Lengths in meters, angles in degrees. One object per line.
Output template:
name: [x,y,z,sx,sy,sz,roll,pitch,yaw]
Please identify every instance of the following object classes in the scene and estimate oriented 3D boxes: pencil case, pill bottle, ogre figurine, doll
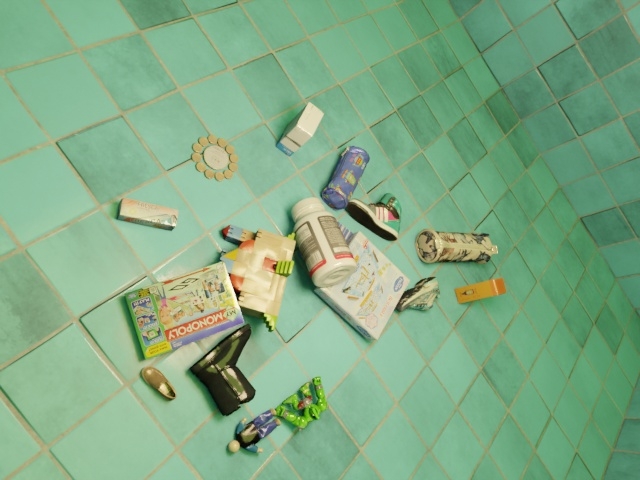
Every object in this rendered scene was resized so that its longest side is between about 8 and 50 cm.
pencil case: [0.641,0.031,2.238,0.409,0.183,0.160,3,74,-32]
pill bottle: [0.000,0.000,1.778,0.176,0.176,0.319,-5,59,-34]
ogre figurine: [-0.054,0.582,1.656,0.197,0.097,0.118,-26,79,-47]
pencil case: [0.109,-0.279,2.020,0.133,0.119,0.306,47,54,-31]
doll: [-0.220,0.640,1.556,0.188,0.046,0.129,-22,87,-37]

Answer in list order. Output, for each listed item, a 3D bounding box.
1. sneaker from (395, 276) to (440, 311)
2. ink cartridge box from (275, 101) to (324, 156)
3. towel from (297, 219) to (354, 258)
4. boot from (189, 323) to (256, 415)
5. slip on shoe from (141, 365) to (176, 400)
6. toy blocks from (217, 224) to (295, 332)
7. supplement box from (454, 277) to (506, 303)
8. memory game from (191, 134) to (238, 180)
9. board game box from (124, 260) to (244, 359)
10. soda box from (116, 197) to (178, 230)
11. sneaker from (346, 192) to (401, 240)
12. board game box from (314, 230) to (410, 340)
sneaker: [0.444,0.262,2.080,0.282,0.110,0.122,-25,93,-36]
ink cartridge box: [-0.085,-0.447,1.902,0.082,0.190,0.140,35,59,-19]
towel: [0.084,0.065,1.954,0.336,0.040,0.243,38,60,-16]
boot: [-0.277,0.426,1.553,0.246,0.094,0.207,-39,94,-29]
slip on shoe: [-0.492,0.438,1.442,0.051,0.041,0.135,-42,100,-35]
toy blocks: [-0.251,0.104,1.648,0.260,0.191,0.382,19,65,-15]
supplement box: [0.747,0.237,2.210,0.080,0.233,0.078,-6,78,-38]
memory game: [-0.394,-0.310,1.765,0.186,0.012,0.187,11,69,-30]
board game box: [-0.425,0.217,1.488,0.316,0.046,0.214,-19,85,-15]
soda box: [-0.568,-0.085,1.549,0.183,0.058,0.063,13,68,-29]
sneaker: [0.253,-0.144,2.069,0.295,0.123,0.179,35,64,-29]
board game box: [0.178,0.182,1.913,0.318,0.065,0.319,44,60,-12]
